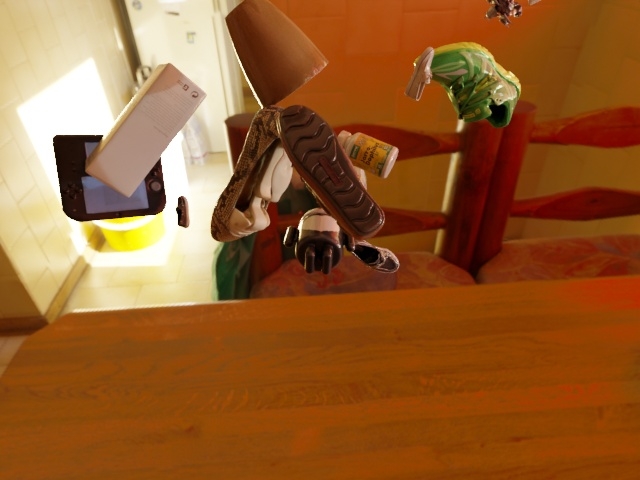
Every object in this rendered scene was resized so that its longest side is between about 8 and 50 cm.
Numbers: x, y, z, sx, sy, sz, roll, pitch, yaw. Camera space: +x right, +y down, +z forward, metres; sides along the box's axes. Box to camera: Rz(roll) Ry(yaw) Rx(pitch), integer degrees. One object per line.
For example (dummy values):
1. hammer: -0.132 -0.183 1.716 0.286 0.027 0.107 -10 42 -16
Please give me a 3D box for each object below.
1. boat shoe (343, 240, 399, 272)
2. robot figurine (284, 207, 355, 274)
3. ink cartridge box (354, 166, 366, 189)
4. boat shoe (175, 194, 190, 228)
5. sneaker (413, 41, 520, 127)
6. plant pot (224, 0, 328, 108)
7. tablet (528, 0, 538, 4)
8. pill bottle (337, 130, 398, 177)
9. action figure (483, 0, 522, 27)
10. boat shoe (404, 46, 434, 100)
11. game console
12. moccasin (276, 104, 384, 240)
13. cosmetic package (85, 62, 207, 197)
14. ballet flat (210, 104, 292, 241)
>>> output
1. boat shoe: 0.226 0.070 1.779 0.301 0.108 0.102 32 11 -28
2. robot figurine: -0.002 -0.002 1.538 0.209 0.174 0.278 36 32 -22
3. ink cartridge box: 0.155 -0.248 1.931 0.093 0.154 0.212 -5 55 15
4. boat shoe: -0.510 -0.110 1.552 0.040 0.049 0.142 14 50 -47
5. sneaker: 0.323 -0.320 0.892 0.296 0.123 0.109 11 -8 -31
6. plant pot: -0.147 -0.546 1.202 0.237 0.254 0.237 -32 23 16
7. tablet: 0.491 -0.558 0.919 0.083 0.054 0.006 -22 29 14
8. pill bottle: 0.158 -0.312 1.503 0.209 0.117 0.117 26 43 11
9. action figure: 0.694 -0.896 1.502 0.285 0.185 0.099 -44 41 18
10. boat shoe: 0.192 -0.307 0.790 0.035 0.100 0.035 42 48 18
11. game console: -0.835 -0.256 1.707 0.387 0.341 0.060 -8 8 -32
12. moccasin: 0.019 -0.166 1.054 0.139 0.147 0.380 -40 90 -12
13. cosmetic package: -0.622 -0.396 1.497 0.453 0.162 0.230 -54 34 -2
14. ballet flat: -0.188 -0.148 1.237 0.164 0.482 0.182 -2 38 -48
